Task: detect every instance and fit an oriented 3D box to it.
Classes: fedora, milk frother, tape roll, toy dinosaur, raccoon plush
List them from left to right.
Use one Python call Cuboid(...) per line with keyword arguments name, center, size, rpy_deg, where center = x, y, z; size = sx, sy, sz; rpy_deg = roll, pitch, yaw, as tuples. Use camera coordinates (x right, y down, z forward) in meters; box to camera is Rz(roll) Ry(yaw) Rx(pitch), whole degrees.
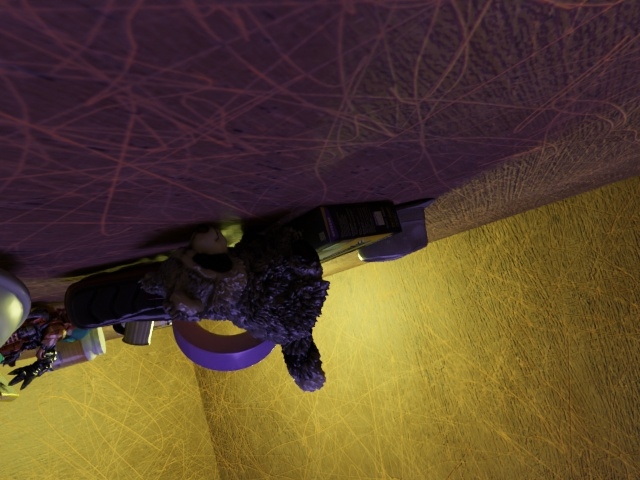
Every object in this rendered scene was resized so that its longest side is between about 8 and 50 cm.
Cuboid(name="toy dinosaur", center=(-0.690, 0.236, 1.115), size=(0.321, 0.164, 0.218), rpy_deg=(17, 127, -44))
Cuboid(name="milk frother", center=(-0.552, 0.238, 1.420), size=(0.129, 0.135, 0.143), rpy_deg=(14, -177, 25))
Cuboid(name="tape roll", center=(-0.224, 0.175, 1.123), size=(0.274, 0.275, 0.090), rpy_deg=(-13, 142, -20))
Cuboid(name="raccoon plush", center=(-0.136, 0.172, 0.878), size=(0.299, 0.447, 0.216), rpy_deg=(-26, -167, -35))
Cuboid(name="fedora", center=(0.199, -0.011, 1.258), size=(0.275, 0.125, 0.243), rpy_deg=(-14, 172, -18))

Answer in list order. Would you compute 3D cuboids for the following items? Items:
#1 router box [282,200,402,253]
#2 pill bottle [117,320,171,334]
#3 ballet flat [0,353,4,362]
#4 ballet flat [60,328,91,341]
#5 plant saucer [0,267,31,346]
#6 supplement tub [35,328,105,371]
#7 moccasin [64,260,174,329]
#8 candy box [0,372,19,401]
Cuboid(name="router box", center=(0.000, 0.000, 1.094), size=(0.242, 0.081, 0.308), rpy_deg=(-9, 169, -43))
Cuboid(name="pill bottle", center=(-0.626, 0.272, 1.616), size=(0.184, 0.103, 0.103), rpy_deg=(-13, 171, -21))
Cuboid(name="ballet flat", center=(-1.021, 0.317, 1.179), size=(0.123, 0.123, 0.348), rpy_deg=(-20, 172, 23))
Cuboid(name="ballet flat", center=(-0.780, 0.273, 1.422), size=(0.087, 0.083, 0.247), rpy_deg=(9, 155, -38))
Cuboid(name="plant saucer", center=(-0.590, 0.152, 0.575), size=(0.400, 0.101, 0.400), rpy_deg=(-23, 160, -9))
Cuboid(name="supplement tub", center=(-0.889, 0.373, 1.633), size=(0.199, 0.145, 0.144), rpy_deg=(-13, 171, -20))
Cuboid(name="moccasin", center=(-0.329, 0.107, 0.978), size=(0.379, 0.139, 0.147), rpy_deg=(-11, -164, -23))
Cuboid(name="candy box", center=(-0.814, 0.302, 1.093), size=(0.027, 0.206, 0.105), rpy_deg=(-42, 173, -21))
